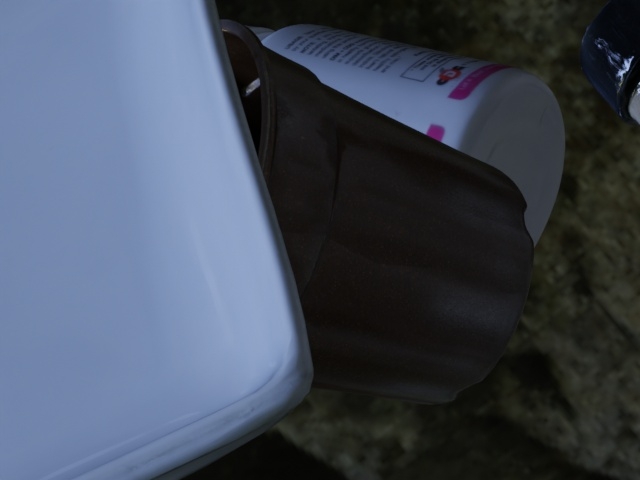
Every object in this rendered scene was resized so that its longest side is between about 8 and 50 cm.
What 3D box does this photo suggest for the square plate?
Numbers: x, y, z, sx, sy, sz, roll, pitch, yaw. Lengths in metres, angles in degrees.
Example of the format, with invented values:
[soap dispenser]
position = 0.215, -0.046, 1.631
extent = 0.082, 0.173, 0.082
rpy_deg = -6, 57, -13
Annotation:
[square plate]
position = -0.170, 0.011, 0.537
extent = 0.344, 0.347, 0.049
rpy_deg = -29, -48, 13

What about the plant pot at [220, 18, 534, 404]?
[plant pot]
position = 0.000, 0.000, 0.703
extent = 0.165, 0.167, 0.167
rpy_deg = 16, -49, -30

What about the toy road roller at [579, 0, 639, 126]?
[toy road roller]
position = 0.340, -0.136, 0.885
extent = 0.241, 0.202, 0.329
rpy_deg = 3, -49, -39

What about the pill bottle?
[pill bottle]
position = 0.025, -0.075, 1.119
extent = 0.160, 0.283, 0.160
rpy_deg = -27, -54, -45
